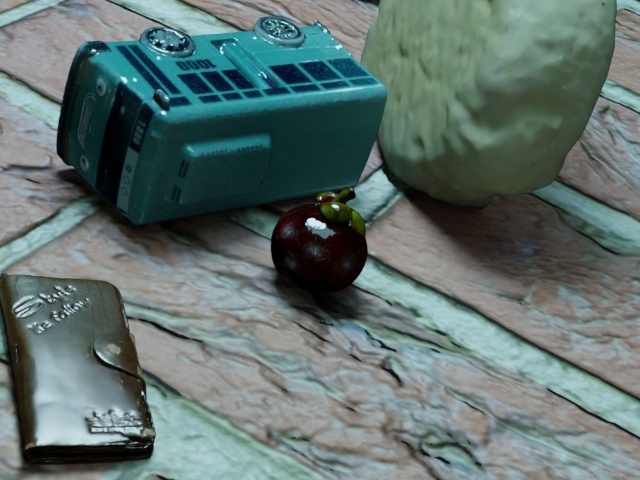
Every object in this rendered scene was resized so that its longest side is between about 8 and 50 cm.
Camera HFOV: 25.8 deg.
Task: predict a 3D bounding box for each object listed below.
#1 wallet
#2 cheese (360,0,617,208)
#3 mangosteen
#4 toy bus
[{"bbox_3d":[-0.172,0.084,0.978,0.095,0.026,0.176,4,36,-22],"label":"wallet"},{"bbox_3d":[0.143,-0.181,1.285,0.115,0.326,0.318,9,71,-21],"label":"cheese"},{"bbox_3d":[-0.001,0.003,1.122,0.081,0.081,0.081,11,34,-7],"label":"mangosteen"},{"bbox_3d":[-0.081,-0.102,1.198,0.256,0.128,0.147,-12,44,-38],"label":"toy bus"}]
